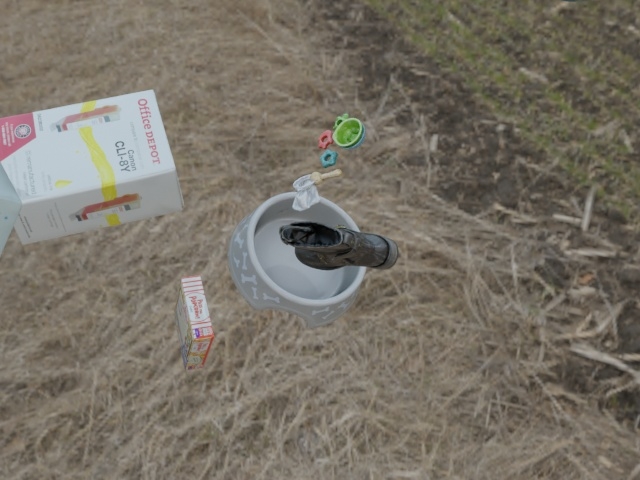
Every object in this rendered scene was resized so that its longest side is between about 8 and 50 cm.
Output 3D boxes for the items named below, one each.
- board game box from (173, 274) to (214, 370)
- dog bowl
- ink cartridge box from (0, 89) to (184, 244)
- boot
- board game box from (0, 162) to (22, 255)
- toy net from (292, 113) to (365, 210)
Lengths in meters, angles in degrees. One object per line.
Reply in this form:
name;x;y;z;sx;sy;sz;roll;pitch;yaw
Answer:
board game box;-0.282;0.184;1.776;0.045;0.193;0.146;-8;65;-19
dog bowl;-0.044;0.036;1.964;0.349;0.102;0.348;10;60;-18
ink cartridge box;-0.544;-0.180;1.913;0.385;0.160;0.279;-13;57;-12
boot;0.000;0.000;1.543;0.263;0.091;0.229;0;-9;38
board game box;-0.547;0.010;1.146;0.098;0.303;0.224;14;23;-42
toy net;0.000;-0.170;1.724;0.232;0.045;0.122;-50;50;4
